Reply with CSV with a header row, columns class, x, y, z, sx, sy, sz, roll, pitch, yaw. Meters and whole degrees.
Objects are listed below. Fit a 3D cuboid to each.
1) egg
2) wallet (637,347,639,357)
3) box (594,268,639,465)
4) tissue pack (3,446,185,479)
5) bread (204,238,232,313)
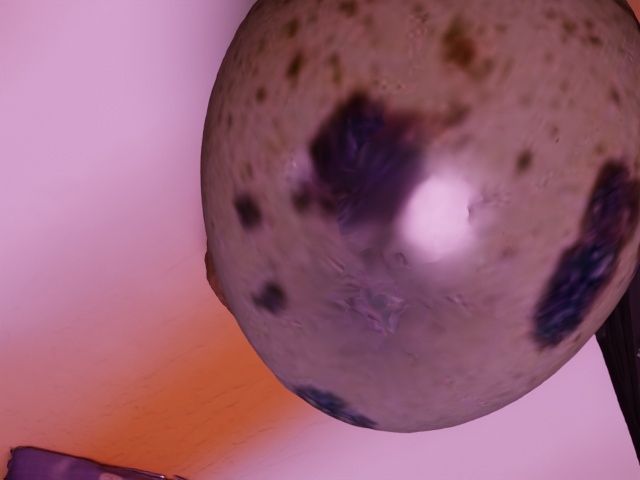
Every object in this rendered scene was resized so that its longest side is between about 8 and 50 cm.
class,x,y,z,sx,sy,sz,roll,pitch,yaw
egg,0.077,-0.039,0.934,0.345,0.345,0.428,11,122,-8
wallet,0.406,0.099,1.021,0.236,0.055,0.160,29,114,-19
box,0.369,0.027,1.149,0.204,0.251,0.345,-11,124,6
tissue pack,-0.257,0.398,1.335,0.242,0.344,0.125,16,121,-12
bread,0.000,0.000,1.202,0.230,0.123,0.230,1,123,1
